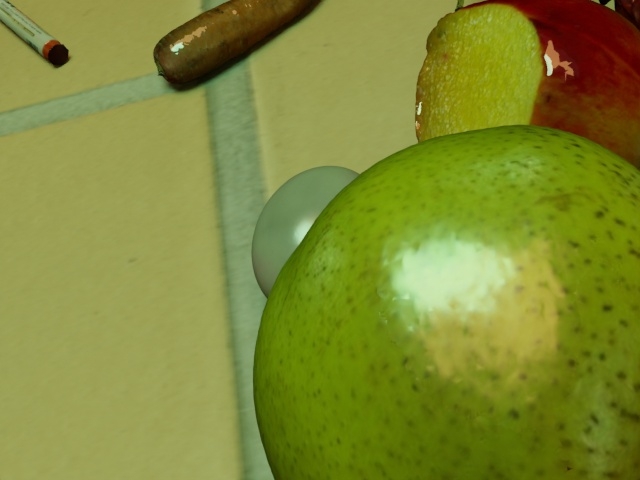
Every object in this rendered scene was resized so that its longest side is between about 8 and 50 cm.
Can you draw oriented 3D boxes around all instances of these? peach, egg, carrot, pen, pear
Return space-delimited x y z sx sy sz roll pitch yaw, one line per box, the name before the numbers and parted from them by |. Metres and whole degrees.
peach | 0.162 -0.105 0.729 0.192 0.190 0.190 22 58 7
egg | 0.000 0.000 0.739 0.103 0.103 0.135 6 51 19
carrot | -0.069 -0.238 0.987 0.248 0.059 0.059 -35 51 -17
pen | -0.355 -0.257 1.096 0.026 0.026 0.218 -39 52 -17
pear | 0.094 0.079 0.538 0.294 0.294 0.294 -7 50 9

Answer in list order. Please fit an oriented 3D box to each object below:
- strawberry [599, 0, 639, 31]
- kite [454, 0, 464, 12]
strawberry | 0.375 -0.224 0.772 0.261 0.257 0.261 -32 31 22
kite | 0.189 -0.303 0.889 0.152 0.015 0.285 11 93 29
